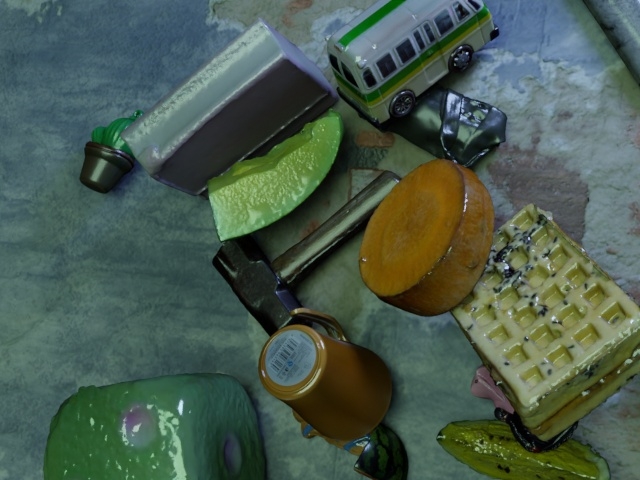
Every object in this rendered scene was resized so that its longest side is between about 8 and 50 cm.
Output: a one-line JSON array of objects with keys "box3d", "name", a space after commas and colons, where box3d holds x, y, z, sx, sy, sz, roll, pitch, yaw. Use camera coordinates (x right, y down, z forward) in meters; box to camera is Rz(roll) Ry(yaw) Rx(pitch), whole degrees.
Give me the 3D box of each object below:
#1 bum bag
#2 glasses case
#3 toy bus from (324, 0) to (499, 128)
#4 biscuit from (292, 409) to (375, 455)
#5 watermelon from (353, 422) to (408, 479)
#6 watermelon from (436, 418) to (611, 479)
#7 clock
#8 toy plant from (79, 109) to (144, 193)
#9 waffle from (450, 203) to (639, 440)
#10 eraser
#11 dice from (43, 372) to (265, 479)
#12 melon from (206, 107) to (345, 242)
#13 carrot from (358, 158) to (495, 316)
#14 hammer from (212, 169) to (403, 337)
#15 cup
[{"box3d": [0.199, -0.238, 1.817, 0.326, 0.079, 0.142, 27, 86, 24], "name": "bum bag"}, {"box3d": [0.552, -0.425, 1.712, 0.114, 0.060, 0.299, -32, 72, 18], "name": "glasses case"}, {"box3d": [0.165, -0.376, 1.755, 0.305, 0.179, 0.143, -37, 48, -6], "name": "toy bus"}, {"box3d": [0.018, 0.301, 1.836, 0.183, 0.043, 0.280, -42, 72, 8], "name": "biscuit"}, {"box3d": [0.106, 0.421, 1.751, 0.094, 0.125, 0.135, -24, 106, 30], "name": "watermelon"}, {"box3d": [0.358, 0.377, 1.631, 0.301, 0.129, 0.123, 10, 90, 28], "name": "watermelon"}, {"box3d": [0.376, 0.248, 1.619, 0.194, 0.100, 0.195, -45, 39, 3], "name": "clock"}, {"box3d": [-0.453, -0.202, 2.069, 0.142, 0.105, 0.200, 13, 69, 37], "name": "toy plant"}, {"box3d": [0.367, 0.117, 1.580, 0.261, 0.114, 0.376, -40, 36, 9], "name": "waffle"}, {"box3d": [-0.173, -0.244, 1.864, 0.359, 0.272, 0.122, -37, 70, 12], "name": "eraser"}, {"box3d": [-0.308, 0.427, 1.791, 0.330, 0.322, 0.318, -12, 78, 19], "name": "dice"}, {"box3d": [-0.078, -0.126, 1.864, 0.323, 0.124, 0.196, -30, 28, 2], "name": "melon"}, {"box3d": [0.189, -0.015, 1.695, 0.258, 0.100, 0.307, -23, 47, 40], "name": "carrot"}, {"box3d": [0.000, 0.000, 1.854, 0.409, 0.095, 0.242, -40, 65, 8], "name": "hammer"}, {"box3d": [0.003, 0.229, 1.705, 0.182, 0.264, 0.226, -19, 61, 19], "name": "cup"}]
